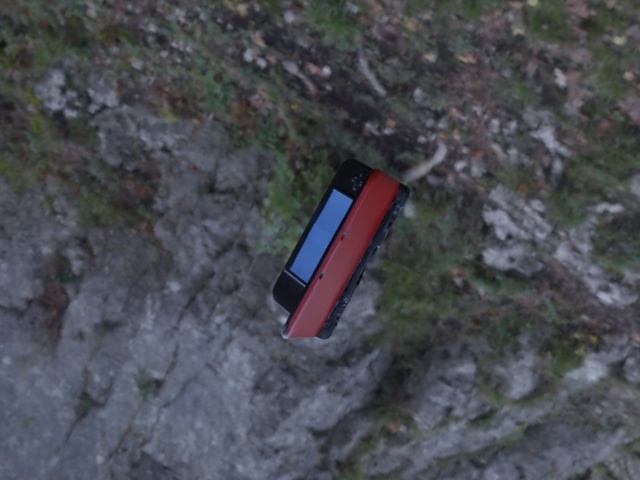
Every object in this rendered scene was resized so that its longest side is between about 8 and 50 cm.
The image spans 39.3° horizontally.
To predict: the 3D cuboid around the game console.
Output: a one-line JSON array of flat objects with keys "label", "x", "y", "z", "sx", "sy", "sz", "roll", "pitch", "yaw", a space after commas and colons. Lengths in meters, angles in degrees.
[{"label": "game console", "x": 0.000, "y": 0.000, "z": 0.719, "sx": 0.085, "sy": 0.144, "sz": 0.124, "roll": 26, "pitch": -174, "yaw": -41}]
